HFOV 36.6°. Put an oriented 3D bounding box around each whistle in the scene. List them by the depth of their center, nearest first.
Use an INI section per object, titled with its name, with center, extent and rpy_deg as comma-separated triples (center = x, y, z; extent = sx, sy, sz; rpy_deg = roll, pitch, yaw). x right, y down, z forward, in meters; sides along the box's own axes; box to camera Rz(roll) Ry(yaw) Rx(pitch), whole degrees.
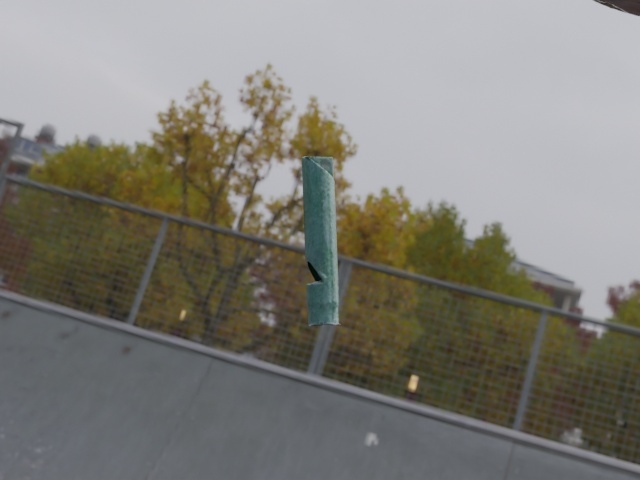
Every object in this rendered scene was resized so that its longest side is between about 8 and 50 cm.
[whistle]
center = 0.000, 0.000, 1.058
extent = 0.039, 0.186, 0.039
rpy_deg = -2, -5, 0

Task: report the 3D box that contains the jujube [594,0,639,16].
[jujube]
center = 0.181, -0.216, 0.442
extent = 0.168, 0.168, 0.236
rpy_deg = 16, -34, 5
